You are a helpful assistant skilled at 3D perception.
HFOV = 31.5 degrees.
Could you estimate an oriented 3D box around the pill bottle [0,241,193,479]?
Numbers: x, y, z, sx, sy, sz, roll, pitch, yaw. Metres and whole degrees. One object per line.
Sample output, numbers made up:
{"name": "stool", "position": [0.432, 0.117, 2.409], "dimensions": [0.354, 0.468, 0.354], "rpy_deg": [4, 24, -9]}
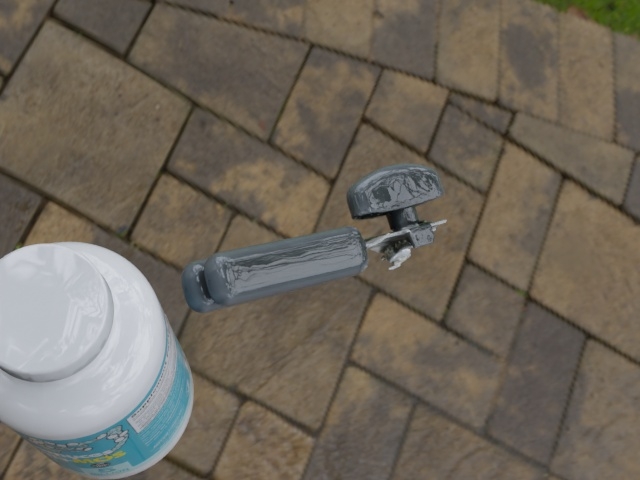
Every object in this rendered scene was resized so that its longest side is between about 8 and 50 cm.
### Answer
{"name": "pill bottle", "position": [-0.184, 0.092, 0.873], "dimensions": [0.146, 0.264, 0.146], "rpy_deg": [-1, 68, 2]}

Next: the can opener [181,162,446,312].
{"name": "can opener", "position": [0.000, 0.000, 1.012], "dimensions": [0.280, 0.074, 0.093], "rpy_deg": [-18, 88, -39]}
